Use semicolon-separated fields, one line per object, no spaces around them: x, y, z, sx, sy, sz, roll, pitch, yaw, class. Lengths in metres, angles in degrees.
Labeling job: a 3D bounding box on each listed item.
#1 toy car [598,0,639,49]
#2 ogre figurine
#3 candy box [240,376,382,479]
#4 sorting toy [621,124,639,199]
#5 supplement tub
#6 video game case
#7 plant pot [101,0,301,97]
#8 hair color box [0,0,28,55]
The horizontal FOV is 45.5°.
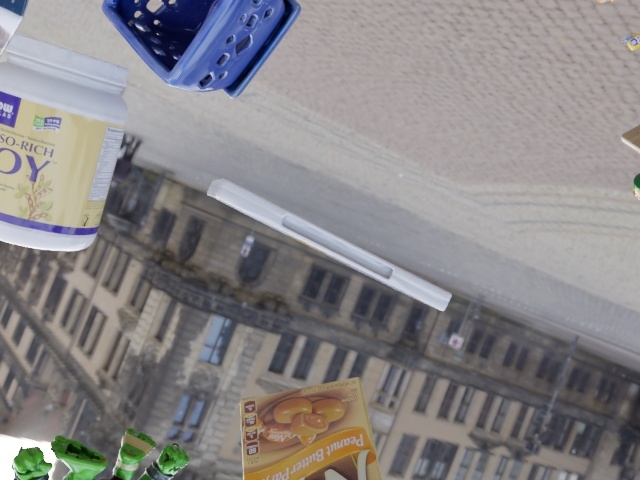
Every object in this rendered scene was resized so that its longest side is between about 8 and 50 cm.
0.416;-0.319;1.060;0.122;0.040;0.060;58;-167;0;toy car
-0.255;0.282;0.857;0.096;0.118;0.197;29;-167;28;ogre figurine
-0.006;0.338;1.020;0.182;0.088;0.316;-12;-145;0;candy box
0.587;-0.154;1.224;0.132;0.274;0.046;53;168;45;sorting toy
-0.476;-0.169;1.333;0.240;0.332;0.241;16;-173;-2;supplement tub
0.000;0.000;0.916;0.285;0.025;0.204;27;179;-12;video game case
-0.188;-0.392;1.296;0.236;0.236;0.212;47;-162;24;plant pot
-0.467;-0.272;0.712;0.347;0.105;0.174;20;146;-32;hair color box
